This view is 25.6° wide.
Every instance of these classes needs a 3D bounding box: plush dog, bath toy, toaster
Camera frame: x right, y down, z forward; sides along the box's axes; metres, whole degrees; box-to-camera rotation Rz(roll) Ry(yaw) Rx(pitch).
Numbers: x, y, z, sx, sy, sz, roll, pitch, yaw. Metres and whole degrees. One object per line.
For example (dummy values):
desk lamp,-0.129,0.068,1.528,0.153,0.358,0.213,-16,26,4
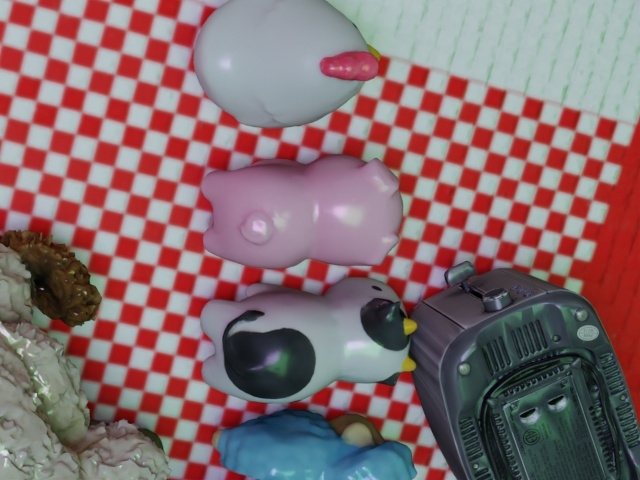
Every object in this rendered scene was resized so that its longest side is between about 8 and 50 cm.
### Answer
plush dog,-0.245,0.087,0.879,0.263,0.225,0.210,-15,136,-9
bath toy,0.000,0.000,0.967,0.151,0.129,0.348,-20,113,-45
toaster,0.147,0.125,1.024,0.129,0.146,0.227,-24,108,-6

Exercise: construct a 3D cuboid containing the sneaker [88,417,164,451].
sneaker,-0.208,0.140,0.980,0.192,0.064,0.086,-9,111,-9
